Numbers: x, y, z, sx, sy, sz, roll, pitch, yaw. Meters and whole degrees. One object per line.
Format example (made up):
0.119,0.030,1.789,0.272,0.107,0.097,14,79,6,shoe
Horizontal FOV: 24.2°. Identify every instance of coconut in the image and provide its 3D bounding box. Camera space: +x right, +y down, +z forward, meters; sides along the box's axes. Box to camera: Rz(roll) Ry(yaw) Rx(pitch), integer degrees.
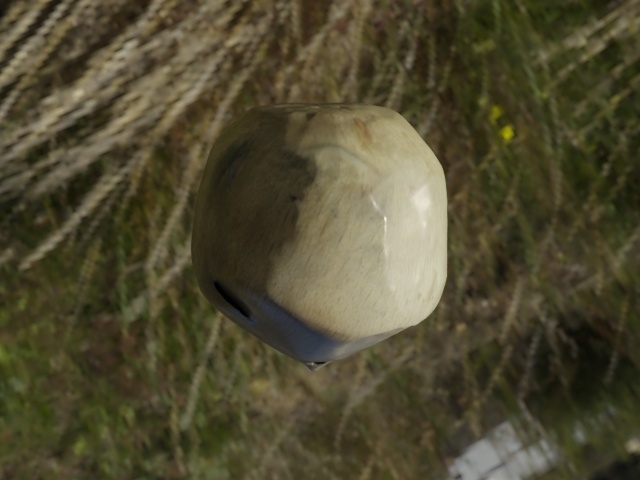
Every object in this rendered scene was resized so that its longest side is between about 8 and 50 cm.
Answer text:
0.000,0.000,1.199,0.224,0.224,0.224,-20,151,-12,coconut
